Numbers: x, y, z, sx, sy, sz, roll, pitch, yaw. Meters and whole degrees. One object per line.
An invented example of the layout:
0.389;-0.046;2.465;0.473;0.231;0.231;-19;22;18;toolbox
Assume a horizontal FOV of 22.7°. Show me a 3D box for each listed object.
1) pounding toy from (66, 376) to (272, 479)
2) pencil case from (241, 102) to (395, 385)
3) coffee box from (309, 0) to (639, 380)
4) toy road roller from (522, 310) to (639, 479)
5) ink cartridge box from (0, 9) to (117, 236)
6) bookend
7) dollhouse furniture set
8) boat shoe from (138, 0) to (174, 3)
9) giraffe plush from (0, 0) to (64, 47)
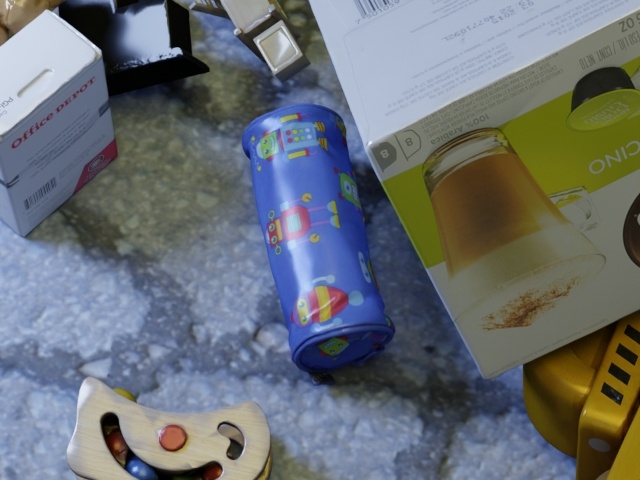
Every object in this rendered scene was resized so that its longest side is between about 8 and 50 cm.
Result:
-0.135;0.215;1.633;0.269;0.155;0.154;26;69;10;pounding toy
0.000;0.000;1.769;0.119;0.133;0.306;-27;61;25;pencil case
0.222;-0.131;1.624;0.338;0.334;0.338;-25;35;5;coffee box
0.303;0.199;1.645;0.241;0.202;0.329;17;58;20;toy road roller
-0.316;-0.127;1.763;0.092;0.218;0.158;40;68;15;ink cartridge box
-0.222;-0.262;1.867;0.156;0.072;0.157;-12;76;20;bookend
-0.110;-0.230;1.916;0.161;0.101;0.182;-33;67;9;dollhouse furniture set
-0.240;-0.319;1.959;0.133;0.049;0.042;15;71;10;boat shoe
-0.395;-0.299;1.794;0.181;0.210;0.170;-35;107;10;giraffe plush
